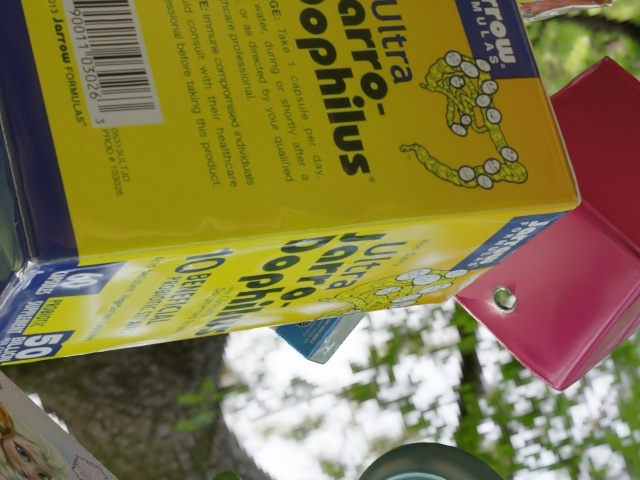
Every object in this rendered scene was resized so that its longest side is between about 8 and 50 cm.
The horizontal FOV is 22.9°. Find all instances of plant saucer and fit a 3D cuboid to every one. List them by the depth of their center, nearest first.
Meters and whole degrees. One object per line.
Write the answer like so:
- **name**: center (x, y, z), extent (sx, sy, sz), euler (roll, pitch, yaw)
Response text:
- **plant saucer**: center (0.160, 0.451, 2.286), extent (0.317, 0.317, 0.044), euler (-13, 178, 32)

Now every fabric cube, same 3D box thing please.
- **fabric cube**: center (0.327, -0.021, 1.957), extent (0.259, 0.254, 0.258), euler (-33, 160, -40)

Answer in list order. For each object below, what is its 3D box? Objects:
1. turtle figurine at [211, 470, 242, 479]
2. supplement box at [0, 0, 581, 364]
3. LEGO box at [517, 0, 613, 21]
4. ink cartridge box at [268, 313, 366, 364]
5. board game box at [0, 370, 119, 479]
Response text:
- **turtle figurine**: center (-0.043, 0.399, 1.794), extent (0.275, 0.266, 0.198), euler (-37, -139, -7)
- **supplement box**: center (-0.053, -0.057, 0.997), extent (0.356, 0.195, 0.194), euler (-7, 162, -27)
- **LEGO box**: center (0.152, -0.503, 1.702), extent (0.193, 0.500, 0.372), euler (-10, 176, 20)
- **ink cartridge box**: center (-0.052, 0.014, 2.504), extent (0.223, 0.307, 0.129), euler (-52, 164, 3)
- **board game box**: center (-0.348, 0.232, 1.607), extent (0.066, 0.319, 0.318), euler (-43, -169, 11)
